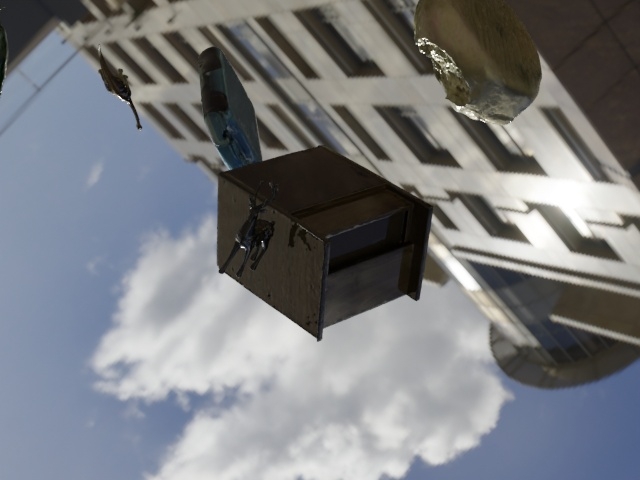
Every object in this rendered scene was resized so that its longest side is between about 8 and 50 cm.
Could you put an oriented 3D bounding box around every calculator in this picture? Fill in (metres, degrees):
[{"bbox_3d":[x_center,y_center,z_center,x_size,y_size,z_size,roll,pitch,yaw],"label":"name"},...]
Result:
[{"bbox_3d":[-0.156,-0.219,1.686,0.051,0.173,0.293,-23,-142,9],"label":"calculator"}]

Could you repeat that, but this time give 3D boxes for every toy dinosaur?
[{"bbox_3d":[-0.322,-0.250,1.544,0.037,0.180,0.058,-31,-131,2],"label":"toy dinosaur"}]

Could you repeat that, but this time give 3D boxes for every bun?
[{"bbox_3d":[0.202,-0.251,1.308,0.116,0.237,0.210,-32,-116,36],"label":"bun"}]

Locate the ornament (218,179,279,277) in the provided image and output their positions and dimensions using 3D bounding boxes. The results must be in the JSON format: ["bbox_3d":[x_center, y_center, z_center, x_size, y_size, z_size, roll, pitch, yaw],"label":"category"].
[{"bbox_3d":[-0.071,-0.017,1.103,0.073,0.028,0.125,-27,145,-55],"label":"ornament"}]

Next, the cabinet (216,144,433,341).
[{"bbox_3d":[0.000,0.000,1.238,0.174,0.148,0.215,-19,-144,-36],"label":"cabinet"}]

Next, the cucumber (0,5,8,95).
[{"bbox_3d":[-0.308,-0.129,0.882,0.039,0.039,0.168,-112,-143,-62],"label":"cucumber"}]
